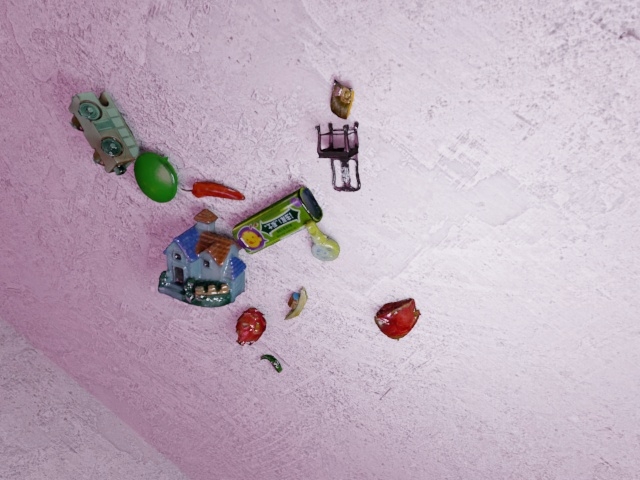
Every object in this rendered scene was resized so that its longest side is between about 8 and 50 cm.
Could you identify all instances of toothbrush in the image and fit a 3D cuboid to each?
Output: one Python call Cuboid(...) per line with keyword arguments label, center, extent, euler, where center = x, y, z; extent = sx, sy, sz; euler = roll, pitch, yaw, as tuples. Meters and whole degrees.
Cuboid(label="toothbrush", center=(0.269, 0.636, 1.660), extent=(0.006, 0.008, 0.097), euler=(25, 123, -5))

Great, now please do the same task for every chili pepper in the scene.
Cuboid(label="chili pepper", center=(-0.220, 0.559, 1.837), extent=(0.118, 0.035, 0.055), euler=(34, 108, 2))
Cuboid(label="chili pepper", center=(-0.412, -0.189, 1.531), extent=(0.272, 0.071, 0.063), euler=(7, 79, 16))

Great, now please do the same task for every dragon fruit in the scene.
Cuboid(label="dragon fruit", center=(-0.295, 0.368, 1.700), extent=(0.133, 0.166, 0.136), euler=(5, 149, 44))
Cuboid(label="dragon fruit", center=(0.281, 0.294, 1.415), extent=(0.120, 0.127, 0.161), euler=(-16, 107, 39))

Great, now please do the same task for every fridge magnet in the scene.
Cuboid(label="fridge magnet", center=(-0.652, -0.250, 1.596), extent=(0.208, 0.088, 0.208), euler=(11, 119, 21))

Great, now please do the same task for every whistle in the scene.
Cuboid(label="whistle", center=(0.000, 0.000, 1.397), extent=(0.104, 0.057, 0.198), euler=(-9, 136, 24))

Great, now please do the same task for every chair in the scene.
Cuboid(label="chair", center=(0.061, -0.249, 1.251), extent=(0.106, 0.113, 0.229), euler=(5, 114, 25))

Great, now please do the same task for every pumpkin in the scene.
Cuboid(label="pumpkin", center=(0.066, -0.423, 1.204), extent=(0.073, 0.035, 0.101), euler=(30, 128, 23))

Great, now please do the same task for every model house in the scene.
Cuboid(label="model house", center=(-0.450, 0.056, 1.576), extent=(0.295, 0.252, 0.329), euler=(19, 115, 16))

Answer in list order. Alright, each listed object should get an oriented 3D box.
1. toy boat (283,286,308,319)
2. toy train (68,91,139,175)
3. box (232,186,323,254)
Cuboid(label="toy boat", center=(-0.099, 0.257, 1.607), extent=(0.066, 0.065, 0.172), euler=(25, 119, -4))
Cuboid(label="toy train", center=(-0.826, -0.410, 1.548), extent=(0.129, 0.159, 0.326), euler=(-21, 100, 45))
Cuboid(label="box", center=(-0.158, -0.067, 1.454), extent=(0.345, 0.097, 0.134), euler=(-25, 111, 33))
